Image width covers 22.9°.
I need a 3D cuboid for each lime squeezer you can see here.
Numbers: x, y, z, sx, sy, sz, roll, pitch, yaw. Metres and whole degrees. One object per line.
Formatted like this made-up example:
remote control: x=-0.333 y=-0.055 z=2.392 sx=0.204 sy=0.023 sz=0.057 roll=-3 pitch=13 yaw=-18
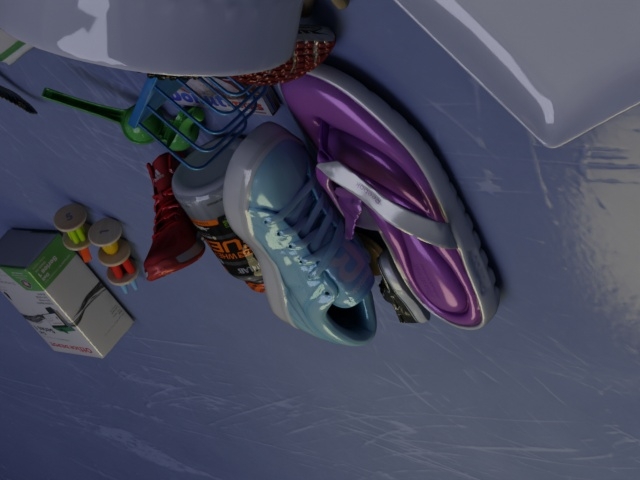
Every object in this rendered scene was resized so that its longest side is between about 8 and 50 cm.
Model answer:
lime squeezer: x=-0.225 y=-0.150 z=2.002 sx=0.310 sy=0.058 sz=0.110 roll=13 pitch=-175 yaw=44

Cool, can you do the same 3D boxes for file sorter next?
file sorter: x=-0.123 y=-0.177 z=1.774 sx=0.104 sy=0.118 sz=0.170 roll=39 pitch=146 yaw=4

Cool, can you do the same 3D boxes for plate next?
plate: x=0.197 y=-0.225 z=1.433 sx=0.278 sy=0.045 sz=0.277 roll=42 pitch=153 yaw=-10

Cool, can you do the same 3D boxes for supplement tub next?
supplement tub: x=-0.097 y=-0.029 z=2.008 sx=0.117 sy=0.117 sz=0.190 roll=7 pitch=141 yaw=44

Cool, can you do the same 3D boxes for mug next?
mug: x=-0.084 y=-0.330 z=1.344 sx=0.374 sy=0.276 sz=0.328 roll=8 pitch=112 yaw=-5

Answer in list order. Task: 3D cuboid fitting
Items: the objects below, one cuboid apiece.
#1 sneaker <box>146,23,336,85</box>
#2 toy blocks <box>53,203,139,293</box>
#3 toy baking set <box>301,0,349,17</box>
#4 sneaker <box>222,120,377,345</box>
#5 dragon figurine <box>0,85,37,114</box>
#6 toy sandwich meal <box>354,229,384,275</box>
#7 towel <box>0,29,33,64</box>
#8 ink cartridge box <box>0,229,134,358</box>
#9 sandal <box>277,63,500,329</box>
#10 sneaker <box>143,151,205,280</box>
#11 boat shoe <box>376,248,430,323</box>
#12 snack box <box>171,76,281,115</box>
sneaker: x=-0.090 y=-0.223 z=1.657 sx=0.225 sy=0.092 sz=0.088 roll=3 pitch=155 yaw=-20
toy blocks: x=-0.341 y=0.019 z=2.442 sx=0.123 sy=0.054 sz=0.148 roll=22 pitch=150 yaw=26
toy baking set: x=-0.087 y=-0.285 z=1.585 sx=0.197 sy=0.030 sz=0.256 roll=4 pitch=161 yaw=21
sneaker: x=0.000 y=0.000 z=1.884 sx=0.150 sy=0.135 sz=0.366 roll=24 pitch=156 yaw=29
dragon figurine: x=-0.540 y=-0.234 z=2.178 sx=0.289 sy=0.144 sz=0.085 roll=45 pitch=152 yaw=-15
toy sandwich meal: x=0.053 y=0.011 z=1.994 sx=0.086 sy=0.029 sz=0.085 roll=23 pitch=144 yaw=17
towel: x=-0.453 y=-0.375 z=1.978 sx=0.325 sy=0.038 sz=0.248 roll=47 pitch=150 yaw=-16
ink cartridge box: x=-0.438 y=0.089 z=2.623 sx=0.160 sy=0.092 sz=0.219 roll=3 pitch=137 yaw=49
sandal: x=0.078 y=-0.031 z=1.812 sx=0.169 sy=0.102 sz=0.416 roll=-1 pitch=134 yaw=50
sneaker: x=-0.203 y=-0.037 z=2.040 sx=0.087 sy=0.221 sz=0.128 roll=-24 pitch=104 yaw=14
boat shoe: x=0.096 y=0.063 z=1.978 sx=0.040 sy=0.049 sz=0.142 roll=-15 pitch=139 yaw=18
snack box: x=-0.129 y=-0.187 z=1.900 sx=0.178 sy=0.022 sz=0.064 roll=11 pitch=143 yaw=41
